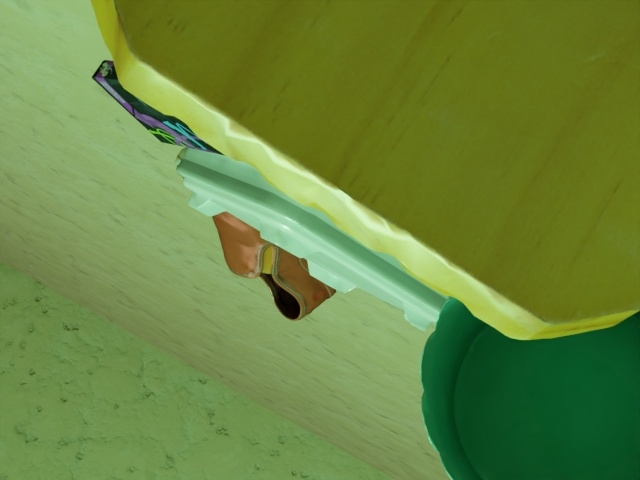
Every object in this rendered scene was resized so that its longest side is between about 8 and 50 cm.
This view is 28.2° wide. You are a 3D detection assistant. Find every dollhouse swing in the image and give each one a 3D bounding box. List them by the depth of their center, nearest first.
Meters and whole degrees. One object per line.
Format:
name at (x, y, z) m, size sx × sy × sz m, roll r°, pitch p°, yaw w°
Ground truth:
dollhouse swing at (0.045, -0.111, 0.730) m, size 0.346 × 0.305 × 0.315 m, roll 32°, pitch 164°, yaw -7°

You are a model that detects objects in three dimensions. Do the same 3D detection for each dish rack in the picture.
dish rack at (0.000, 0.000, 1.428) m, size 0.332 × 0.072 × 0.285 m, roll 31°, pitch 174°, yaw -37°

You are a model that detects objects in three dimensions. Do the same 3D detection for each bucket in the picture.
bucket at (0.235, 0.146, 1.220) m, size 0.281 × 0.281 × 0.183 m, roll 27°, pitch 172°, yaw 15°

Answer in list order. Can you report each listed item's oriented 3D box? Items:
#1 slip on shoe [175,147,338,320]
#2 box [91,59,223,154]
slip on shoe at (-0.083, -0.003, 1.635) m, size 0.123 × 0.101 × 0.331 m, roll 28°, pitch 165°, yaw 43°
box at (-0.149, -0.134, 1.300) m, size 0.162 × 0.029 × 0.116 m, roll 13°, pitch 155°, yaw 49°
